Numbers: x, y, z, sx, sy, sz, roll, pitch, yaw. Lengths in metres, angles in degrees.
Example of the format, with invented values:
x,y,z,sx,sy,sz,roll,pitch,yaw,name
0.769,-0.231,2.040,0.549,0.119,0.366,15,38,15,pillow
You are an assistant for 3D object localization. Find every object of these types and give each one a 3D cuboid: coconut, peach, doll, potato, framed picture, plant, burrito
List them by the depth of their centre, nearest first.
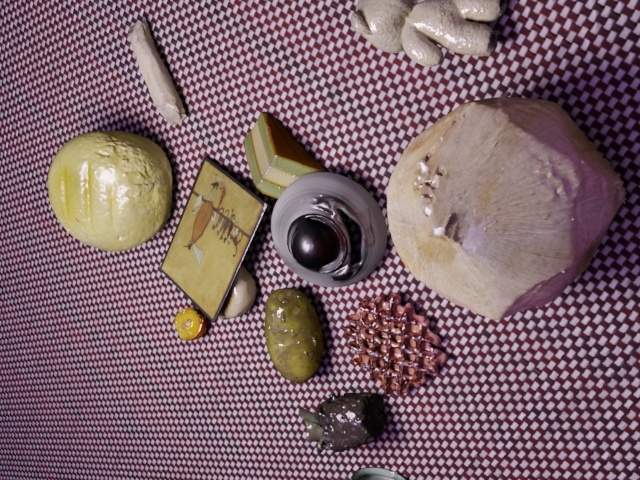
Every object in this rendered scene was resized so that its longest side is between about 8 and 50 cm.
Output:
x,y,z,sx,sy,sz,roll,pitch,yaw,name
0.301,-0.059,1.268,0.404,0.404,0.405,10,110,30,coconut
0.209,-0.419,1.383,0.278,0.175,0.149,16,151,20,doll
0.050,0.433,1.720,0.203,0.131,0.143,-14,98,26,plant
-0.065,0.230,1.750,0.149,0.113,0.252,-6,110,27,potato
-0.273,-0.004,1.799,0.255,0.014,0.339,38,112,34,framed picture
-0.411,-0.421,1.808,0.082,0.059,0.275,-20,93,50,burrito
-0.344,0.224,1.958,0.098,0.061,0.098,-5,79,28,peach

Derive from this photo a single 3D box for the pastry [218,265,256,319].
x,y,z,sx,sy,sz,roll,pitch,yaw,name
-0.235,0.124,1.839,0.156,0.092,0.157,8,106,29,pastry

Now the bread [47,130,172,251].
x,y,z,sx,sy,sz,roll,pitch,yaw,name
-0.543,-0.129,1.871,0.320,0.237,0.321,13,115,30,bread

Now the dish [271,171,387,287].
x,y,z,sx,sy,sz,roll,pitch,yaw,name
0.000,0.000,1.589,0.273,0.134,0.274,9,117,18,dish

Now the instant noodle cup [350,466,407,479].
x,y,z,sx,sy,sz,roll,pitch,yaw,name
0.126,0.675,1.721,0.207,0.207,0.233,13,103,29,instant noodle cup

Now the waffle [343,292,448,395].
x,y,z,sx,sy,sz,roll,pitch,yaw,name
0.162,0.231,1.636,0.234,0.055,0.221,51,123,4,waffle

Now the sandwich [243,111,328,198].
x,y,z,sx,sy,sz,roll,pitch,yaw,name
-0.084,-0.192,1.692,0.117,0.144,0.187,-52,39,33,sandwich
